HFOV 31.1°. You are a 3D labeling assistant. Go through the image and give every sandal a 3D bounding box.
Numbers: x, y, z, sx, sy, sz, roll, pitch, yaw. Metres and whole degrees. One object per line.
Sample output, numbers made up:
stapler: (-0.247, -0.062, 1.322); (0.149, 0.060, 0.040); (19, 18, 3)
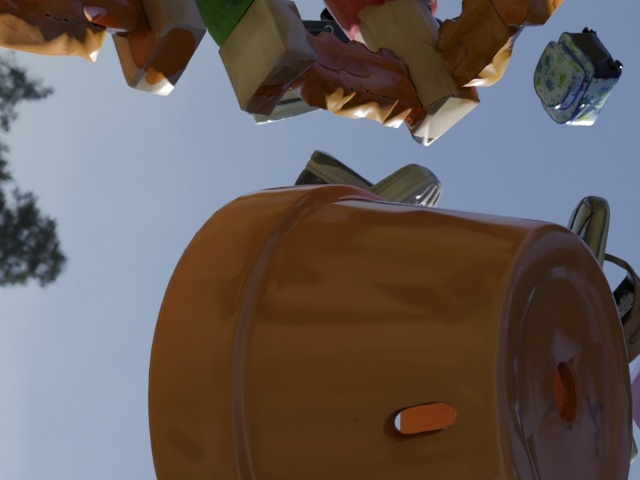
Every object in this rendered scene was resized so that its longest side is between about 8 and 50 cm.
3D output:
sandal: (0.315, 0.092, 1.226); (0.086, 0.302, 0.120); (-11, -163, 5)

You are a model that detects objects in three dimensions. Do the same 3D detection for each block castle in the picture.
block castle: (-0.030, -0.246, 0.660); (0.303, 0.453, 0.212); (-47, -129, 36)

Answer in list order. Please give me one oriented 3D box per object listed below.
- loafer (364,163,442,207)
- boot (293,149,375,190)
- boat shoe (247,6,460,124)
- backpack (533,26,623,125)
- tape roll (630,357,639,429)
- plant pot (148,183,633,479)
loafer: (0.000, 0.000, 1.395); (0.319, 0.112, 0.111); (-35, -118, 9)
boot: (0.058, 0.077, 1.757); (0.284, 0.377, 0.138); (-50, -170, 3)
boat shoe: (0.081, -0.302, 1.759); (0.500, 0.155, 0.187); (-20, -174, -37)
backpack: (0.342, -0.217, 1.571); (0.114, 0.084, 0.105); (105, -28, -42)
tape roll: (0.526, 0.212, 1.436); (0.274, 0.275, 0.090); (-96, -157, -59)
plant pot: (0.064, 0.097, 0.719); (0.204, 0.291, 0.290); (-9, -131, 34)
